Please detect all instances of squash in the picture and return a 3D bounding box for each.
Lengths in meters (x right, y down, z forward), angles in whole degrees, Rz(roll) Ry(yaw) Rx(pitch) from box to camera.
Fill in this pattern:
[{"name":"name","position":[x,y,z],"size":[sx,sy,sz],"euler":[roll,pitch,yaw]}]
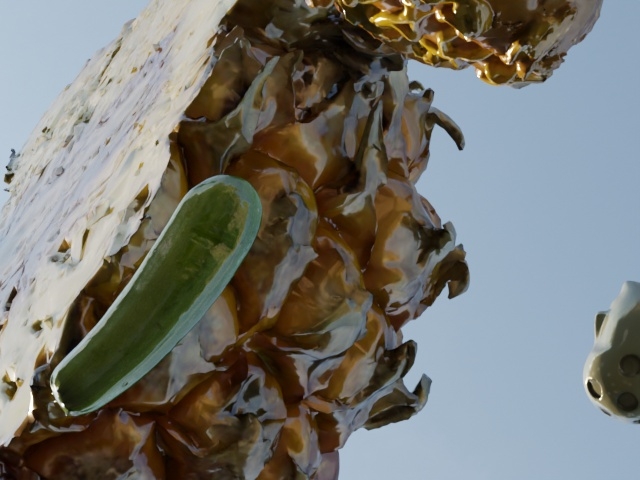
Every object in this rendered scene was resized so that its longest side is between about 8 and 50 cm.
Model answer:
[{"name":"squash","position":[-0.047,0.017,0.530],"size":[0.027,0.027,0.089],"euler":[30,-105,21]}]

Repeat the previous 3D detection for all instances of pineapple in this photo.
[{"name":"pineapple","position":[0.002,-0.003,0.728],"size":[0.209,0.344,0.286],"euler":[34,-63,-20]}]

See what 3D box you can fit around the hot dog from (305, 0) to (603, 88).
[{"name":"hot dog","position":[-0.005,-0.085,0.389],"size":[0.071,0.165,0.045],"euler":[0,-117,59]}]

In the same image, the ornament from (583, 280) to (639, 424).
[{"name":"ornament","position":[0.244,0.059,1.297],"size":[0.081,0.075,0.156],"euler":[29,-103,12]}]
